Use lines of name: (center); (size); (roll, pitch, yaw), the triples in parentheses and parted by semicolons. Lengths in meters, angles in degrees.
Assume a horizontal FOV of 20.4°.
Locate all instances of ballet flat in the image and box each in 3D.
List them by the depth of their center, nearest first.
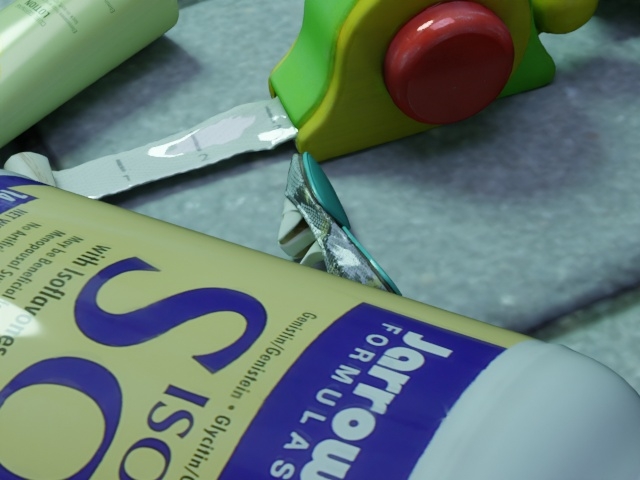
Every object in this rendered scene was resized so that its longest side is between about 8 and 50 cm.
ballet flat: (0.000, 0.000, 0.868); (0.041, 0.041, 0.114); (-19, 45, -13)

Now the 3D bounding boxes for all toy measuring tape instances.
toy measuring tape: (-0.008, -0.101, 0.917); (0.330, 0.121, 0.121); (-16, 45, -11)

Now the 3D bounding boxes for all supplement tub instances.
supplement tub: (-0.027, 0.126, 0.595); (0.331, 0.241, 0.241); (17, 49, 22)

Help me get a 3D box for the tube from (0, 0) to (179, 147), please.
tube: (-0.183, -0.079, 0.955); (0.240, 0.062, 0.070); (-38, 12, -23)
